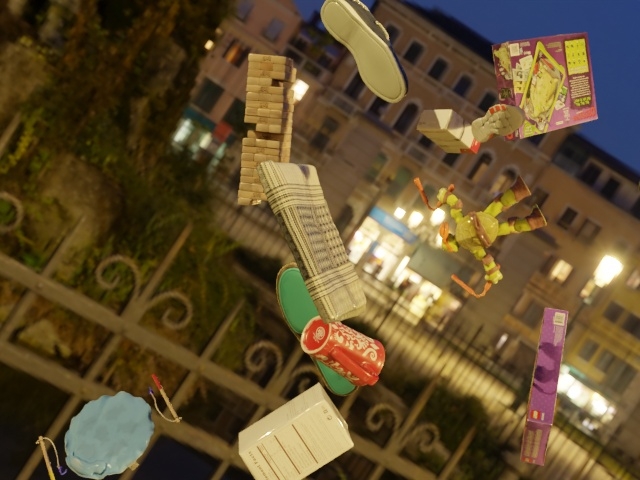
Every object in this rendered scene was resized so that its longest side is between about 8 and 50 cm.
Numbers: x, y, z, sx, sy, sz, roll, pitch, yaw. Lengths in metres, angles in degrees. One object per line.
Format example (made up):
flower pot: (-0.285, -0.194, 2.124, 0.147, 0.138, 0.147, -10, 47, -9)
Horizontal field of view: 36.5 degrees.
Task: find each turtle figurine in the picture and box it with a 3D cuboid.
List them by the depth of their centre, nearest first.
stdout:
turtle figurine: (0.314, -0.040, 1.898, 0.270, 0.217, 0.087, 62, 12, 3)

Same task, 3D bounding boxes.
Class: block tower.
block tower: (-0.119, -0.245, 2.196, 0.097, 0.336, 0.091, 8, 7, 14)

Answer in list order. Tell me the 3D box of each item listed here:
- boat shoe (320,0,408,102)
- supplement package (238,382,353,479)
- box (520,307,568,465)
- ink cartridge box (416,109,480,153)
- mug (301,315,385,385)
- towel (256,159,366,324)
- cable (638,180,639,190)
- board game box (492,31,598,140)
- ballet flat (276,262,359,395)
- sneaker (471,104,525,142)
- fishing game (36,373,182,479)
boat shoe: (0.124, -0.460, 2.296, 0.091, 0.114, 0.303, -23, 78, -46)
supplement package: (-0.046, 0.356, 1.733, 0.105, 0.179, 0.105, 58, 1, -11)
box: (0.502, 0.327, 2.179, 0.057, 0.293, 0.201, 9, -37, 14)
ink cartridge box: (0.318, -0.268, 2.385, 0.099, 0.056, 0.135, 9, -17, 47)
mug: (0.058, 0.239, 2.128, 0.169, 0.113, 0.150, 34, -18, -36)
towel: (0.000, 0.000, 1.819, 0.312, 0.056, 0.324, 66, 12, 5)
cable: (0.644, -0.218, 1.751, 0.072, 0.139, 0.287, 38, -41, 23)
board game box: (0.506, -0.348, 2.162, 0.056, 0.208, 0.346, -7, 7, 44)
ballet flat: (-0.002, 0.202, 2.294, 0.349, 0.123, 0.123, 63, -4, -9)
sneaker: (0.354, -0.233, 1.874, 0.158, 0.064, 0.061, -11, -83, 66)
fishing game: (-0.396, 0.372, 1.836, 0.189, 0.264, 0.041, 48, -16, 43)
